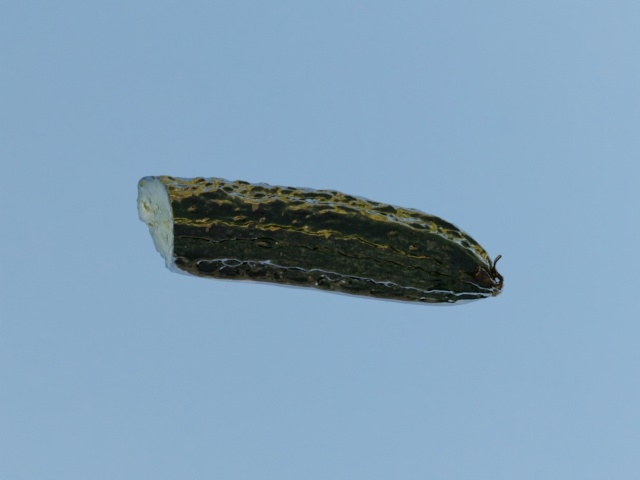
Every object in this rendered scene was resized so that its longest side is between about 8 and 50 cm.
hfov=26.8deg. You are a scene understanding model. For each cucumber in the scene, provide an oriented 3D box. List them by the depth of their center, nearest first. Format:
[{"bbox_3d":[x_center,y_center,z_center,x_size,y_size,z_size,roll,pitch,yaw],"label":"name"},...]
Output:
[{"bbox_3d":[0.000,-0.001,0.953,0.265,0.077,0.077,6,-93,-7],"label":"cucumber"}]
